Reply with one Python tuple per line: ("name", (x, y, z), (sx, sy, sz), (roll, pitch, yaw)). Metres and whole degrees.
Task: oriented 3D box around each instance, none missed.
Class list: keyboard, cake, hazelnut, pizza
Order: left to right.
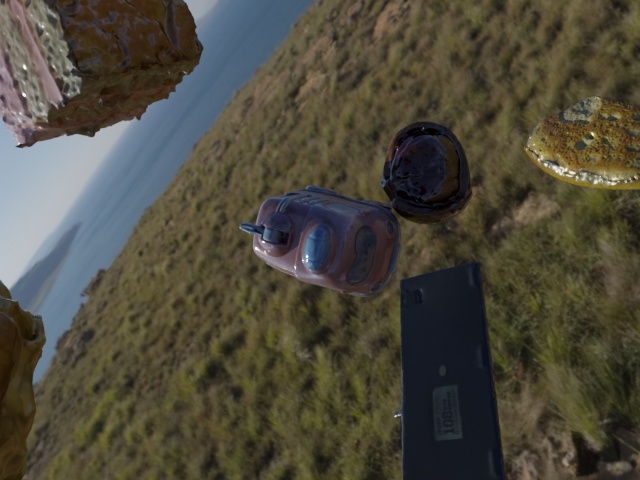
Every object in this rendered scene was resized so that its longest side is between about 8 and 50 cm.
("cake", (-0.449, -0.375, 1.066), (0.307, 0.293, 0.314), (-22, 3, 40))
("hazelnut", (0.214, -0.127, 1.103), (0.170, 0.160, 0.201), (-34, 46, 22))
("keyboard", (0.119, 0.167, 0.524), (0.106, 0.027, 0.317), (-18, 49, 30))
("pizza", (0.293, -0.101, 0.593), (0.099, 0.036, 0.160), (-51, 39, -2))

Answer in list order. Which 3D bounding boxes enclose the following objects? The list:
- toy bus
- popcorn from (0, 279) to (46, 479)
("toy bus", (0.000, 0.000, 1.121), (0.294, 0.232, 0.197), (19, 101, 30))
("popcorn", (-0.310, 0.127, 0.381), (0.332, 0.225, 0.264), (-21, 57, 47))
